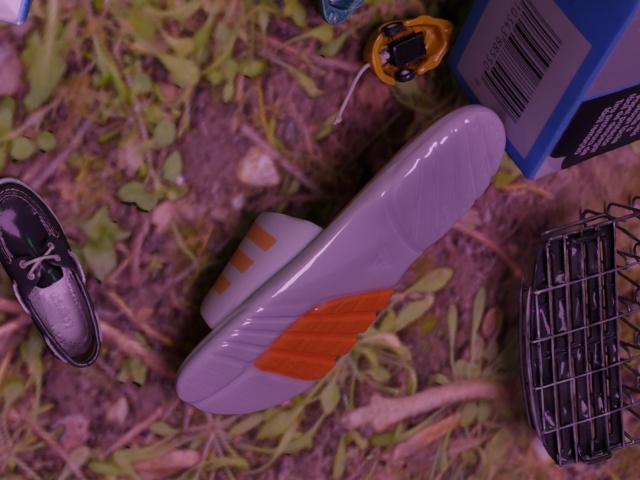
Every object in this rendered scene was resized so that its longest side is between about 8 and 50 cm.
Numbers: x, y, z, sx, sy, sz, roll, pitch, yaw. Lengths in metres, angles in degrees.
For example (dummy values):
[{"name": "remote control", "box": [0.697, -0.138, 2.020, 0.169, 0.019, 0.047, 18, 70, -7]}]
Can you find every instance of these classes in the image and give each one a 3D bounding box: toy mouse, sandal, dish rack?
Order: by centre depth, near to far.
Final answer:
[{"name": "toy mouse", "box": [0.044, -0.174, 0.932, 0.161, 0.031, 0.143, -31, 118, -16]}, {"name": "sandal", "box": [0.006, 0.004, 0.944, 0.265, 0.076, 0.102, -45, 141, 6]}, {"name": "dish rack", "box": [0.258, 0.049, 1.097, 0.272, 0.074, 0.208, -15, 112, -21]}]

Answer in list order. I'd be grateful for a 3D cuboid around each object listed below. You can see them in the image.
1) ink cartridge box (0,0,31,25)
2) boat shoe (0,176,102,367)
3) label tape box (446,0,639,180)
[{"name": "ink cartridge box", "box": [-0.183, -0.171, 0.759, 0.090, 0.143, 0.092, 13, 101, -12]}, {"name": "boat shoe", "box": [-0.165, 0.021, 0.884, 0.046, 0.038, 0.125, -25, 117, -18]}, {"name": "label tape box", "box": [0.275, -0.194, 0.916, 0.348, 0.115, 0.249, -19, 154, -25]}]
